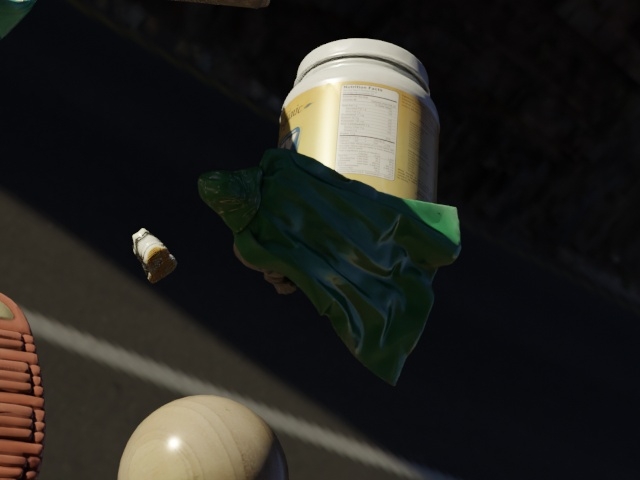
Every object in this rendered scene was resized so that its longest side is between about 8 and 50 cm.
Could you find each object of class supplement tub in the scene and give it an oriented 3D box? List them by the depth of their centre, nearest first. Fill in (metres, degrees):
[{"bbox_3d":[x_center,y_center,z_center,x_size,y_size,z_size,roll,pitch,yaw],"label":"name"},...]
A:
[{"bbox_3d":[0.032,-0.063,1.391,0.144,0.144,0.200,30,50,-34],"label":"supplement tub"}]

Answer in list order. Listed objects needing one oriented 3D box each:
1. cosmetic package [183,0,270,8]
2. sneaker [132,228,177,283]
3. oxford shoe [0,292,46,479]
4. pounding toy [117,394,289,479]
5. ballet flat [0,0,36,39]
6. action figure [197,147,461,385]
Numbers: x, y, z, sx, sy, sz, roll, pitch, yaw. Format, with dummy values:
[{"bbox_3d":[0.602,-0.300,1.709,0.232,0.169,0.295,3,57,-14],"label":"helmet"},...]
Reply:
[{"bbox_3d":[-0.144,-0.218,0.952,0.237,0.107,0.127,1,-17,-5],"label":"cosmetic package"},{"bbox_3d":[-0.160,0.012,1.495,0.037,0.032,0.083,50,-15,16],"label":"sneaker"},{"bbox_3d":[-0.285,0.223,1.135,0.140,0.146,0.397,11,58,-11],"label":"oxford shoe"},{"bbox_3d":[-0.058,0.157,0.410,0.110,0.183,0.237,41,14,-7],"label":"pounding toy"},{"bbox_3d":[-0.217,-0.255,1.231,0.083,0.087,0.247,36,56,-21],"label":"ballet flat"},{"bbox_3d":[0.000,0.000,1.056,0.063,0.137,0.232,7,-15,39],"label":"action figure"}]
